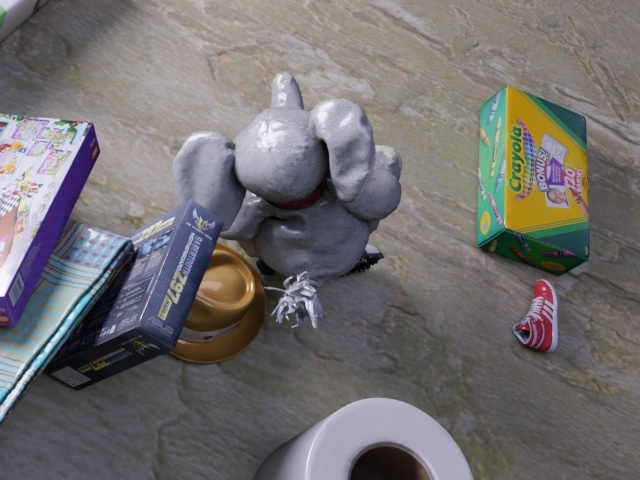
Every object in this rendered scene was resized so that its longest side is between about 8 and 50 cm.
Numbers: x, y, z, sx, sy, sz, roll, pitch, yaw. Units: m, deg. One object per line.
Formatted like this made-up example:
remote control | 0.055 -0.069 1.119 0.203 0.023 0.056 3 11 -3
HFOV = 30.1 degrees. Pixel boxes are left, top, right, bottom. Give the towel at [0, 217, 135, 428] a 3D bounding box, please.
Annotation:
towel | -0.415 0.091 1.342 0.272 0.040 0.370 18 52 20

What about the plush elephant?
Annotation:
plush elephant | -0.037 -0.085 1.502 0.272 0.255 0.330 -6 37 6

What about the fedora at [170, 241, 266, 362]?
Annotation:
fedora | -0.149 0.066 1.569 0.194 0.079 0.194 13 61 -24

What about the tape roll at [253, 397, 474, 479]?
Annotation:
tape roll | 0.051 0.337 1.493 0.246 0.169 0.246 13 62 -25

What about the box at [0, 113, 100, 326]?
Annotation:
box | -0.402 -0.036 1.399 0.201 0.057 0.293 7 47 10

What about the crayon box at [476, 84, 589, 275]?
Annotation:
crayon box | 0.345 -0.098 1.935 0.165 0.081 0.278 18 59 -22

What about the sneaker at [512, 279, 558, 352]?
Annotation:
sneaker | 0.332 0.112 1.847 0.067 0.042 0.118 12 63 -28

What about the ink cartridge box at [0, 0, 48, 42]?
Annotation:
ink cartridge box | -0.459 -0.380 1.589 0.198 0.115 0.273 42 53 -6

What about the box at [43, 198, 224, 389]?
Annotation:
box | -0.225 0.068 1.424 0.059 0.233 0.183 36 52 -26

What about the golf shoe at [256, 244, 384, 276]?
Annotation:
golf shoe | 0.000 0.000 1.691 0.198 0.077 0.093 4 64 -30
